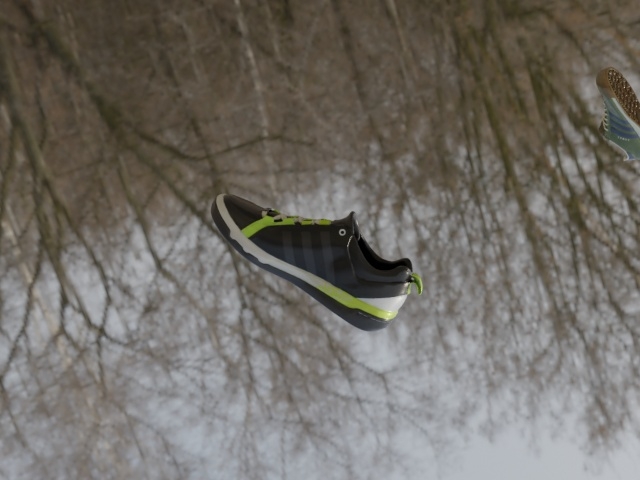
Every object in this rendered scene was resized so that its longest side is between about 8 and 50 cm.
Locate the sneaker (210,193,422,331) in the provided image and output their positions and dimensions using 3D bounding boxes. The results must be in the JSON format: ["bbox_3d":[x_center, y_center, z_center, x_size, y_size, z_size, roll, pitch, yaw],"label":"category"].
[{"bbox_3d":[0.000,0.000,1.124,0.097,0.235,0.084,-58,-179,17],"label":"sneaker"}]

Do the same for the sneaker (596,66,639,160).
[{"bbox_3d":[0.502,-0.203,1.806,0.086,0.192,0.064,-20,-146,45],"label":"sneaker"}]
